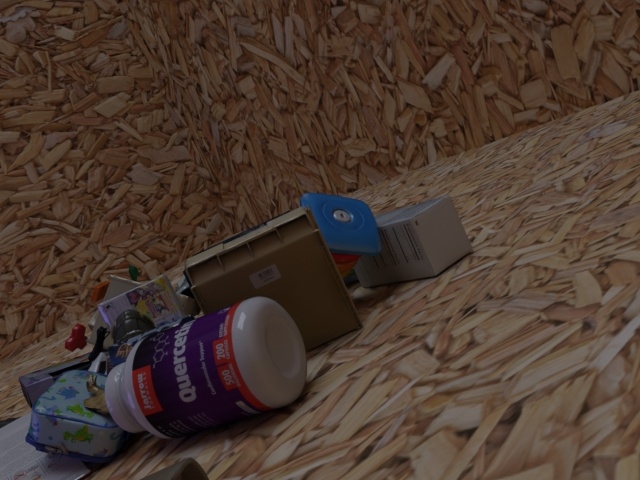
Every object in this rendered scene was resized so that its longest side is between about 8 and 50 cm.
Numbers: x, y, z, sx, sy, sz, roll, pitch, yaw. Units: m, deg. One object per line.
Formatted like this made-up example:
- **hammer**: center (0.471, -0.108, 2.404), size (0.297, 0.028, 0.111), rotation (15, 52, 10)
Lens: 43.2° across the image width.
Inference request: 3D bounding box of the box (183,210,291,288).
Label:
- **box**: center (-0.198, 0.070, 2.362), size (0.343, 0.179, 0.312), rotation (-25, 9, -1)

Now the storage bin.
- **storage bin**: center (-0.092, 0.095, 1.546), size (0.262, 0.260, 0.123), rotation (-24, 20, 0)

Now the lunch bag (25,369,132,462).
- **lunch bag**: center (-0.425, 0.323, 1.493), size (0.176, 0.090, 0.219), rotation (12, 12, 0)

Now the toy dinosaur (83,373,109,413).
- **toy dinosaur**: center (-0.372, 0.287, 1.435), size (0.093, 0.053, 0.183), rotation (-3, 11, -23)

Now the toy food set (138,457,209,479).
- **toy food set**: center (-0.261, 0.373, 0.951), size (0.220, 0.092, 0.306), rotation (-25, 0, 5)

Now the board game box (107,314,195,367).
- **board game box**: center (-0.281, 0.229, 1.553), size (0.165, 0.042, 0.243), rotation (-22, -27, 1)

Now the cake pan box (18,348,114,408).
- **cake pan box**: center (-0.663, 0.361, 2.144), size (0.246, 0.070, 0.267), rotation (-20, 5, -23)

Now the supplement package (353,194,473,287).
- **supplement package**: center (0.184, 0.006, 1.770), size (0.139, 0.133, 0.244), rotation (-30, 9, -35)

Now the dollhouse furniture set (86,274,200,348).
- **dollhouse furniture set**: center (-0.470, 0.252, 2.335), size (0.286, 0.198, 0.303), rotation (14, -11, 19)

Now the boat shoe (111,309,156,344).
- **boat shoe**: center (-0.363, 0.234, 1.663), size (0.109, 0.091, 0.305), rotation (-16, -25, -11)

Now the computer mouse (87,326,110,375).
- **computer mouse**: center (-0.546, 0.309, 1.967), size (0.106, 0.042, 0.193), rotation (-58, 29, 29)

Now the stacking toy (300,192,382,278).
- **stacking toy**: center (-0.002, 0.054, 1.758), size (0.166, 0.175, 0.301), rotation (6, -48, -20)

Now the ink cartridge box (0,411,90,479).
- **ink cartridge box**: center (-0.580, 0.448, 1.446), size (0.296, 0.066, 0.261), rotation (-29, 34, -26)

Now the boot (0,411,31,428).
- **boot**: center (-0.704, 0.433, 1.836), size (0.223, 0.118, 0.338), rotation (-25, 18, -22)

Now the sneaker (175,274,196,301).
- **sneaker**: center (-0.410, 0.173, 2.612), size (0.122, 0.110, 0.283), rotation (-24, 17, 32)

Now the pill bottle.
- **pill bottle**: center (-0.195, 0.221, 1.340), size (0.323, 0.181, 0.181), rotation (-22, 8, 24)

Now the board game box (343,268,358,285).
- **board game box**: center (0.005, 0.057, 1.919), size (0.212, 0.160, 0.039), rotation (-25, 39, 3)

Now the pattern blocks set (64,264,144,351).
- **pattern blocks set**: center (-0.615, 0.230, 2.402), size (0.026, 0.285, 0.324), rotation (16, 63, 21)

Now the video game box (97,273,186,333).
- **video game box**: center (-0.432, 0.212, 2.038), size (0.187, 0.205, 0.048), rotation (-23, 6, 7)
